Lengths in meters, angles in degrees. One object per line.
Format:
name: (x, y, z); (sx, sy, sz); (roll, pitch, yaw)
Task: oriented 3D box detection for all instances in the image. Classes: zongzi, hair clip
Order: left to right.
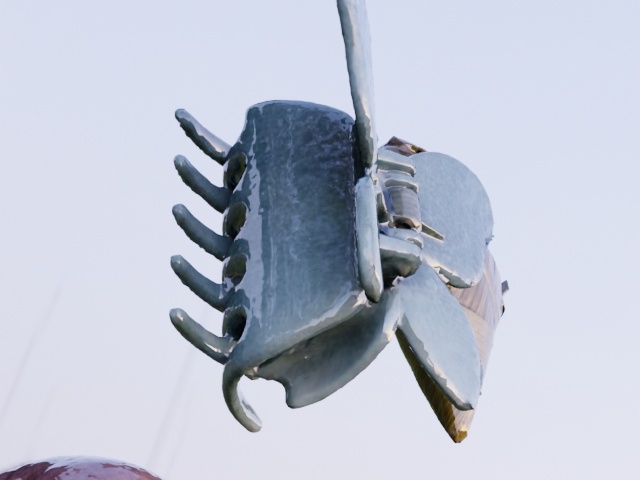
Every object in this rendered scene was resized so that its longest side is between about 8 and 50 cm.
hair clip: (0.000, 0.000, 1.637); (0.238, 0.318, 0.392); (-15, -36, 18)
zongzi: (0.114, 0.056, 1.970); (0.134, 0.288, 0.286); (-21, -60, 23)

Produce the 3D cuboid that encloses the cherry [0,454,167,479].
cherry: (-0.187, 0.288, 1.310); (0.261, 0.221, 0.307); (-21, -43, 24)
